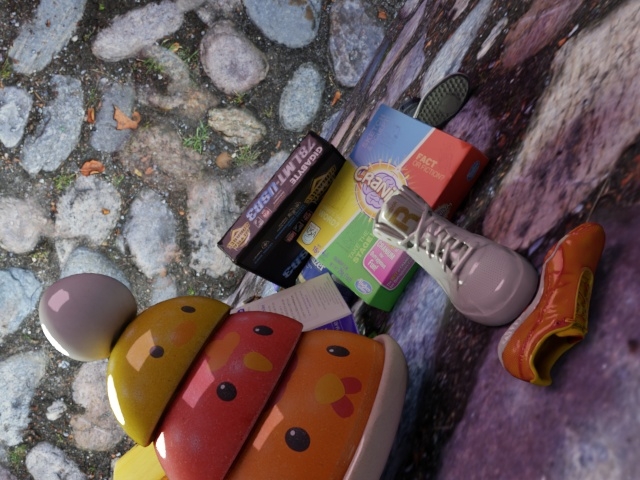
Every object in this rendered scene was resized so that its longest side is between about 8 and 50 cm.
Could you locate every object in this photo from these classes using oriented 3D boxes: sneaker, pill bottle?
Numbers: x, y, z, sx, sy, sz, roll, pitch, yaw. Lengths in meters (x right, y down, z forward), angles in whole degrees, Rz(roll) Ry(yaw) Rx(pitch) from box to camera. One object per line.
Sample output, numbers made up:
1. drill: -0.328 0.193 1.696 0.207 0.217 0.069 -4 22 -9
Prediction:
1. sneaker: 0.246 0.065 0.569 0.067 0.064 0.175 26 91 57
2. sneaker: 0.153 0.010 0.767 0.108 0.169 0.292 -57 14 4
3. pill bottle: 0.053 0.032 1.198 0.219 0.123 0.123 -57 13 11
4. sneaker: 0.250 -0.314 1.301 0.226 0.086 0.163 -51 18 37

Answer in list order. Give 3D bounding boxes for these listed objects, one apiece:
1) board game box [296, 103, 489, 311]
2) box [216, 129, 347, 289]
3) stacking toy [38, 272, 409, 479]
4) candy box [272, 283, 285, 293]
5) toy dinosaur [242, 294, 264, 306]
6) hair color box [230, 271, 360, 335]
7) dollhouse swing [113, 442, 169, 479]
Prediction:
1. board game box: 0.119 -0.068 1.043 0.242 0.064 0.316 39 101 44
2. box: -0.031 -0.041 1.200 0.295 0.073 0.293 -50 -32 1
3. stacking toy: -0.159 0.193 0.756 0.350 0.480 0.350 -62 2 3
4. candy box: 0.000 0.000 1.475 0.317 0.122 0.268 -60 11 3
5. toy dinosaur: -0.137 0.256 1.208 0.164 0.219 0.321 -42 22 51
6. hair color box: -0.107 0.193 1.038 0.339 0.110 0.185 -19 22 -5
7. dollhouse swing: -0.225 0.516 1.070 0.315 0.305 0.347 -38 6 -19
